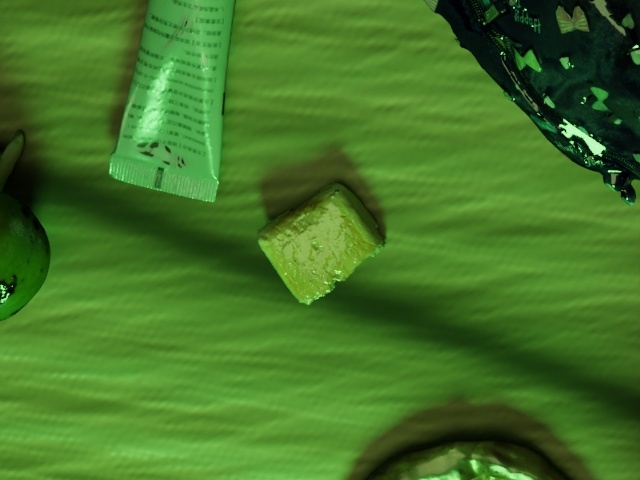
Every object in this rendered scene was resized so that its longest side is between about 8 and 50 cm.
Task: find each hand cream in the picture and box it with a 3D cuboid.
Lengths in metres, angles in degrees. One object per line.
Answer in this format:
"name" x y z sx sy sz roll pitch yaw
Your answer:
"hand cream" -0.090 -0.185 1.134 0.085 0.058 0.331 13 111 2

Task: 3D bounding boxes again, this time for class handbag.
"handbag" 0.174 -0.149 1.064 0.260 0.113 0.162 45 149 -11

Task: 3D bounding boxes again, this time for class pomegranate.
"pomegranate" -0.262 -0.010 1.205 0.122 0.122 0.161 9 73 5

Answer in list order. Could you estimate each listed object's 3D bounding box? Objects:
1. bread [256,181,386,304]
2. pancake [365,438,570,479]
"bread" 0.000 0.000 1.201 0.083 0.035 0.070 -36 101 12
"pancake" 0.120 0.275 1.283 0.250 0.031 0.250 3 111 7
